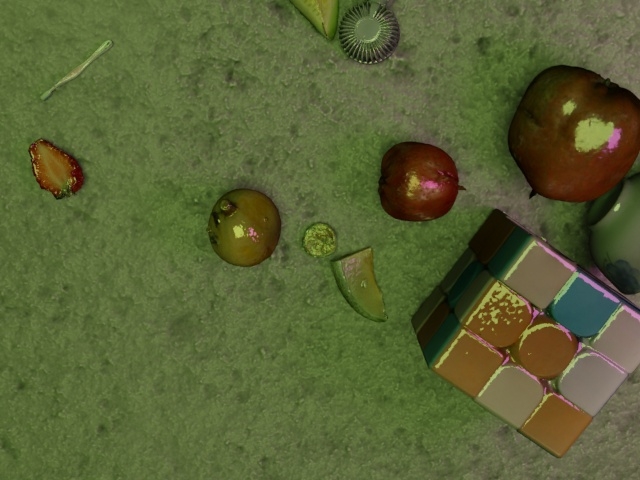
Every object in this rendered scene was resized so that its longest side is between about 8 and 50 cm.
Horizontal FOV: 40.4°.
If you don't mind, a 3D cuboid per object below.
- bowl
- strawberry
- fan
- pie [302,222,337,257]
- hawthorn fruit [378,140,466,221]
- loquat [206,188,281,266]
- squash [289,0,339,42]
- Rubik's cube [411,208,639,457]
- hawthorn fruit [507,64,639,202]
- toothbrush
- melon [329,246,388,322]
[{"bbox_3d":[0.655,-0.043,1.827,0.146,0.289,0.289,30,99,-5],"label":"bowl"},{"bbox_3d":[-0.585,-0.159,1.932,0.104,0.048,0.152,-32,85,13],"label":"strawberry"},{"bbox_3d":[0.122,-0.498,1.856,0.130,0.074,0.244,19,95,8],"label":"fan"},{"bbox_3d":[-0.002,-0.001,1.972,0.084,0.021,0.084,0,105,1],"label":"pie"},{"bbox_3d":[0.225,-0.122,1.874,0.201,0.179,0.179,10,101,-11],"label":"hawthorn fruit"},{"bbox_3d":[-0.170,-0.032,1.890,0.150,0.204,0.172,8,70,29],"label":"loquat"},{"bbox_3d":[-0.004,-0.564,1.821,0.252,0.169,0.093,46,53,-7],"label":"squash"},{"bbox_3d":[0.436,0.180,1.842,0.347,0.346,0.344,36,100,-6],"label":"Rubik's cube"},{"bbox_3d":[0.521,-0.203,1.812,0.268,0.267,0.300,22,111,-4],"label":"hawthorn fruit"},{"bbox_3d":[-0.533,-0.371,1.903,0.204,0.022,0.017,-38,82,6],"label":"toothbrush"},{"bbox_3d":[0.092,0.113,1.988,0.098,0.054,0.182,-17,101,-12],"label":"melon"}]
